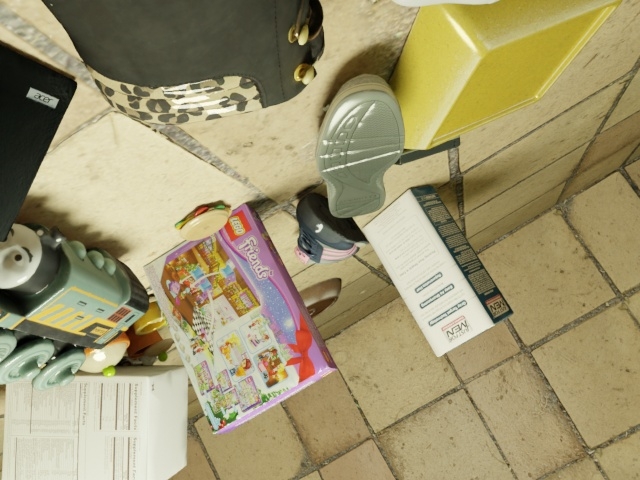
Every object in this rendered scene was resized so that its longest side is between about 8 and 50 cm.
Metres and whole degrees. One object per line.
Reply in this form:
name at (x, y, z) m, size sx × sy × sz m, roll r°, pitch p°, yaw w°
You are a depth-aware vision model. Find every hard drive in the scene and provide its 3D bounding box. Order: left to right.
hard drive at (0.147, -0.152, 1.016) m, size 0.135 × 0.022 × 0.094 m, roll -21°, pitch -156°, yaw -31°

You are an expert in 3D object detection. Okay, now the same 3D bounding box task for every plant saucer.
plant saucer at (-0.062, 0.213, 1.891) m, size 0.310 × 0.050 × 0.311 m, roll -27°, pitch 164°, yaw -8°
plant saucer at (0.254, -0.254, 0.875) m, size 0.332 × 0.081 × 0.333 m, roll -25°, pitch 165°, yaw -17°

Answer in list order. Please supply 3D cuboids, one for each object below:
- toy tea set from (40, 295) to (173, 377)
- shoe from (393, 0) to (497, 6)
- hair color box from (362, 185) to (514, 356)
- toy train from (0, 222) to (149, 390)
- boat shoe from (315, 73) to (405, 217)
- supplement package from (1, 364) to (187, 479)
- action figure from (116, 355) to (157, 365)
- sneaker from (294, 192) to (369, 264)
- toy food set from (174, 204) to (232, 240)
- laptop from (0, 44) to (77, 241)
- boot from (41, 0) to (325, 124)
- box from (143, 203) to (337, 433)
toy tea set at (-0.363, 0.196, 1.117) m, size 0.200 × 0.124 × 0.336 m, roll -35°, pitch 164°, yaw 21°
shoe at (0.150, -0.282, 0.612) m, size 0.177 × 0.064 × 0.081 m, roll -17°, pitch 167°, yaw -25°
hair color box at (0.261, 0.066, 1.416) m, size 0.105 × 0.347 × 0.174 m, roll -13°, pitch 159°, yaw -47°
toy train at (-0.345, 0.077, 0.770) m, size 0.190 × 0.142 × 0.334 m, roll -40°, pitch 165°, yaw -7°
boat shoe at (0.049, -0.135, 0.881) m, size 0.118 × 0.103 × 0.320 m, roll -10°, pitch 159°, yaw 0°
supplement package at (-0.402, 0.336, 1.143) m, size 0.262 × 0.198 × 0.199 m, roll -1°, pitch 174°, yaw 7°
action figure at (-0.474, 0.304, 1.343) m, size 0.285 × 0.099 × 0.185 m, roll -31°, pitch 159°, yaw -7°
sneaker at (0.000, 0.000, 1.175) m, size 0.131 × 0.112 × 0.319 m, roll -35°, pitch 163°, yaw 10°
toy food set at (-0.175, -0.027, 0.936) m, size 0.083 × 0.020 × 0.082 m, roll -31°, pitch 165°, yaw 9°
laptop at (-0.361, -0.061, 0.461) m, size 0.264 × 0.137 × 0.234 m, roll -10°, pitch 170°, yaw 19°
boot at (-0.020, -0.214, 0.377) m, size 0.377 × 0.138 × 0.284 m, roll -24°, pitch 164°, yaw -7°
box at (-0.129, 0.117, 0.962) m, size 0.200 × 0.293 × 0.057 m, roll -31°, pitch 160°, yaw 8°
